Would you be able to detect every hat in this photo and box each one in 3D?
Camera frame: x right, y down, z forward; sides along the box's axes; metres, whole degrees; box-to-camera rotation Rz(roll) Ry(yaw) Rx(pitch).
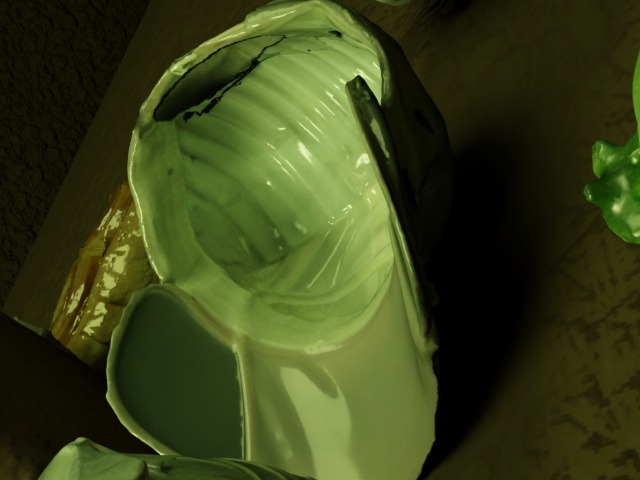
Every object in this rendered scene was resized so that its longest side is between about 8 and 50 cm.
[{"bbox_3d":[0.000,0.006,0.608,0.232,0.161,0.275,-46,47,36],"label":"hat"}]

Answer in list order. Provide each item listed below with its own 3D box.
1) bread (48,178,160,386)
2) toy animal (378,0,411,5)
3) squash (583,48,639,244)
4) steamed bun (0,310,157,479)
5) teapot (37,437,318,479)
[{"bbox_3d":[-0.157,0.034,1.016,0.198,0.120,0.236,-26,40,63],"label":"bread"},{"bbox_3d":[0.052,-0.261,0.783,0.208,0.204,0.156,-32,45,23],"label":"toy animal"},{"bbox_3d":[0.206,-0.126,0.291,0.395,0.107,0.107,-48,22,40],"label":"squash"},{"bbox_3d":[-0.254,0.158,0.878,0.301,0.251,0.199,-13,51,56],"label":"steamed bun"},{"bbox_3d":[-0.072,0.172,0.481,0.221,0.178,0.163,-39,27,52],"label":"teapot"}]
